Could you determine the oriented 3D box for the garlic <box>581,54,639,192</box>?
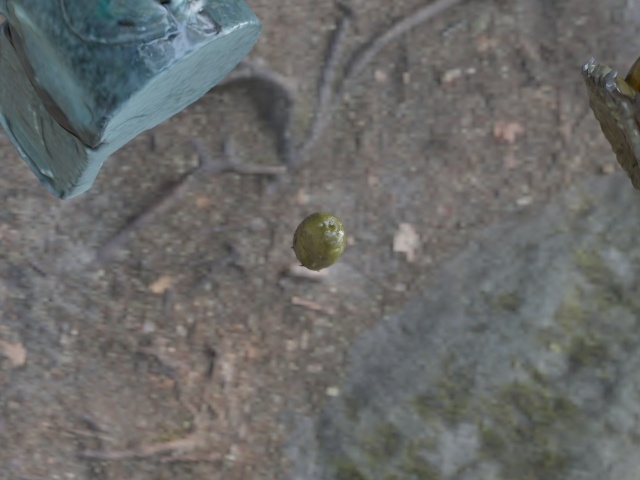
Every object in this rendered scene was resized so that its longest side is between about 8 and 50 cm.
[{"bbox_3d":[0.295,-0.104,1.132,0.207,0.207,0.257,66,32,-23],"label":"garlic"}]

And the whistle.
[{"bbox_3d":[-0.218,-0.166,1.418,0.168,0.404,0.188,53,37,4],"label":"whistle"}]

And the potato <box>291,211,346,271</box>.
[{"bbox_3d":[0.000,0.000,1.437,0.040,0.083,0.051,-34,87,-27],"label":"potato"}]
